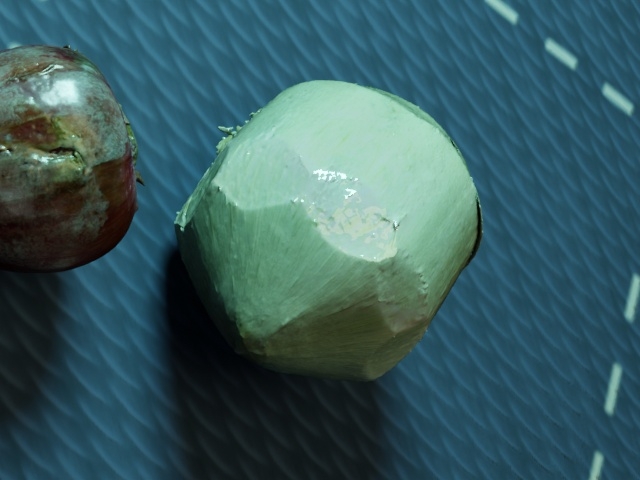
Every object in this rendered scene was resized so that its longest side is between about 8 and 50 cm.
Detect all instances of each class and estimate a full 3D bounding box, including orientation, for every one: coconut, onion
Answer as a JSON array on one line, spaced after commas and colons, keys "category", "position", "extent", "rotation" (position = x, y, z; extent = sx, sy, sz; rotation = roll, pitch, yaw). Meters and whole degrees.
[{"category": "coconut", "position": [0.000, 0.000, 1.428], "extent": [0.234, 0.224, 0.224], "rotation": [-38, 107, -38]}, {"category": "onion", "position": [-0.218, -0.046, 1.290], "extent": [0.195, 0.159, 0.159], "rotation": [-18, 95, -11]}]
